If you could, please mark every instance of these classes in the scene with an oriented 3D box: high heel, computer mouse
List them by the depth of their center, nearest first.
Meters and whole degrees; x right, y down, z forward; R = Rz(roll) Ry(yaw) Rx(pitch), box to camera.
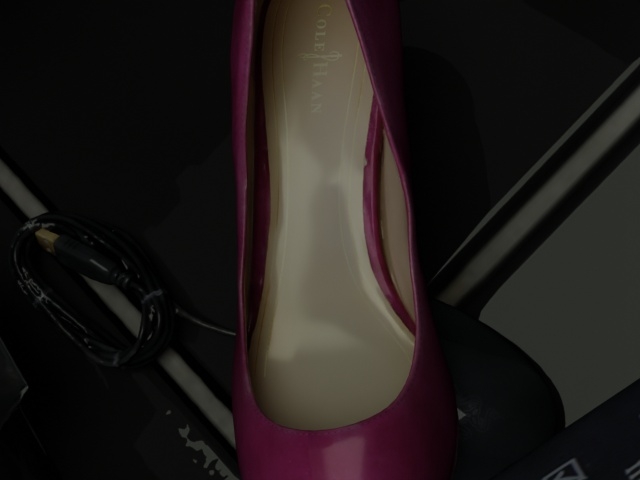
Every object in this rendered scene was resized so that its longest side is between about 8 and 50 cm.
[{"bbox_3d":[0.000,0.000,0.426,0.082,0.117,0.244,-1,62,17],"label":"high heel"},{"bbox_3d":[-0.025,0.037,0.500,0.242,0.041,0.071,17,86,19],"label":"computer mouse"}]

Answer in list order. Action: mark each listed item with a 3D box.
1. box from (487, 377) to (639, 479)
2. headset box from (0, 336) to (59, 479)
[{"bbox_3d":[0.261,0.092,0.243,0.395,0.293,0.212,-36,112,8],"label":"box"},{"bbox_3d":[-0.242,0.113,0.513,0.293,0.110,0.218,-36,72,8],"label":"headset box"}]
